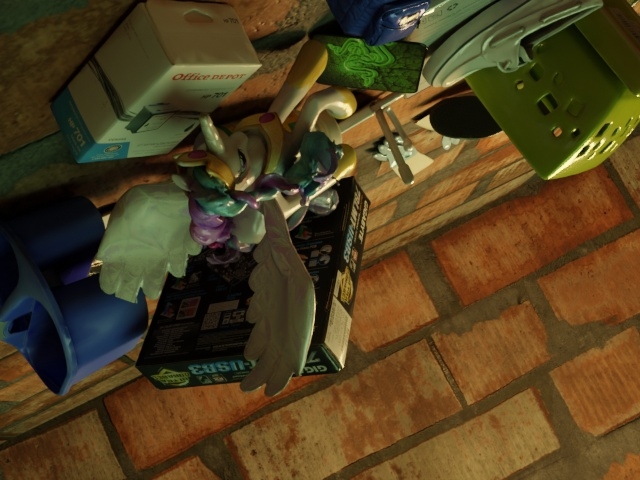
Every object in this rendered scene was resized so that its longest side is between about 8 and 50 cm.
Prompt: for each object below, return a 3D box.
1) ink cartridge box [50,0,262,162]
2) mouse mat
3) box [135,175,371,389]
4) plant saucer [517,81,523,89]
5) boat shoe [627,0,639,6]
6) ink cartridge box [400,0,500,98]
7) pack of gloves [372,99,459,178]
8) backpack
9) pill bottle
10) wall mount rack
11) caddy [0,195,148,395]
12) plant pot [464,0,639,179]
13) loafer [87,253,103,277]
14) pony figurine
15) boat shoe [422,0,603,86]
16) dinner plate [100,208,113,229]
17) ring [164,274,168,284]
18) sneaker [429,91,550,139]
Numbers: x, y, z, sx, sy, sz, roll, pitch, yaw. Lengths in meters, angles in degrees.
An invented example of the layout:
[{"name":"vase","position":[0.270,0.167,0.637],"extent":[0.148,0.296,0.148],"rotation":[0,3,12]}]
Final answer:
[{"name":"ink cartridge box","position":[-0.180,-0.169,0.956],"extent":[0.190,0.082,0.139],"rotation":[-33,169,38]},{"name":"mouse mat","position":[0.065,-0.240,1.210],"extent":[0.152,0.007,0.190],"rotation":[6,169,3]},{"name":"box","position":[-0.089,0.060,1.244],"extent":[0.295,0.293,0.073],"rotation":[-11,135,25]},{"name":"plant saucer","position":[0.413,-0.318,1.596],"extent":[0.241,0.037,0.241],"rotation":[-31,-167,8]},{"name":"boat shoe","position":[0.408,-0.373,1.449],"extent":[0.118,0.103,0.320],"rotation":[-42,-175,-32]},{"name":"ink cartridge box","position":[0.227,-0.335,1.223],"extent":[0.303,0.072,0.307],"rotation":[-29,172,3]},{"name":"pack of gloves","position":[0.212,-0.221,1.862],"extent":[0.195,0.046,0.232],"rotation":[-31,159,16]},{"name":"backpack","position":[0.077,-0.286,0.982],"extent":[0.098,0.101,0.120],"rotation":[-30,168,-25]},{"name":"pill bottle","position":[-0.074,-0.132,1.309],"extent":[0.208,0.118,0.117],"rotation":[-20,167,-34]},{"name":"wall mount rack","position":[0.036,-0.125,1.446],"extent":[0.350,0.130,0.304],"rotation":[-30,-172,14]},{"name":"caddy","position":[-0.389,0.089,1.267],"extent":[0.179,0.241,0.341],"rotation":[-27,170,-28]},{"name":"plant pot","position":[0.378,-0.244,1.290],"extent":[0.207,0.228,0.227],"rotation":[-43,164,34]},{"name":"loafer","position":[-0.406,0.032,1.494],"extent":[0.170,0.062,0.061],"rotation":[11,102,-64]},{"name":"pony figurine","position":[-0.088,-0.043,1.064],"extent":[0.363,0.302,0.351],"rotation":[-45,156,-53]},{"name":"boat shoe","position":[0.253,-0.271,1.181],"extent":[0.258,0.084,0.095],"rotation":[-34,168,32]},{"name":"dinner plate","position":[-0.343,-0.027,1.431],"extent":[0.141,0.017,0.141],"rotation":[-26,169,-6]},{"name":"ring","position":[-0.417,0.106,1.864],"extent":[0.336,0.032,0.336],"rotation":[-26,169,-6]},{"name":"sneaker","position":[0.338,-0.264,1.750],"extent":[0.270,0.090,0.145],"rotation":[-11,-164,-2]}]
